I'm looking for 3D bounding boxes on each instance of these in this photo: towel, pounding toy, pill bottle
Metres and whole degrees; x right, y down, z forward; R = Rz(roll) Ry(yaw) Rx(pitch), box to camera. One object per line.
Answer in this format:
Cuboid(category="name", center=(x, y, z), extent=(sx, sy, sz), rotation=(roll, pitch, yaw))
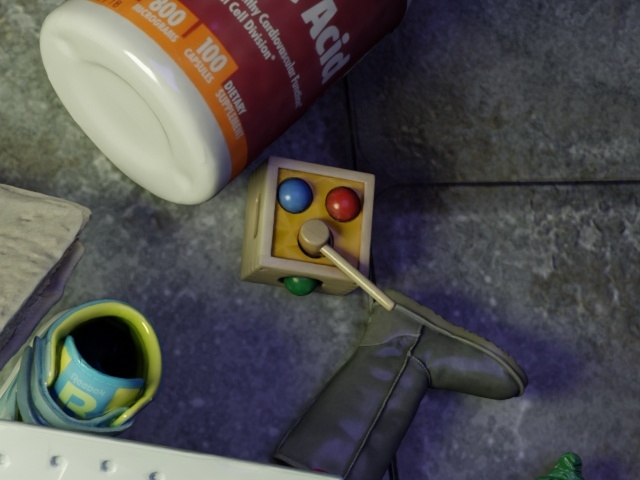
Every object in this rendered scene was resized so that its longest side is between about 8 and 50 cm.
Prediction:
Cuboid(category="towel", center=(-0.319, 0.031, 1.197), extent=(0.187, 0.049, 0.282), rotation=(13, 32, 9))
Cuboid(category="pounding toy", center=(0.000, 0.000, 1.390), extent=(0.130, 0.100, 0.141), rotation=(9, 73, -17))
Cuboid(category="pill bottle", center=(-0.052, -0.236, 1.365), extent=(0.224, 0.224, 0.392), rotation=(46, 67, -3))

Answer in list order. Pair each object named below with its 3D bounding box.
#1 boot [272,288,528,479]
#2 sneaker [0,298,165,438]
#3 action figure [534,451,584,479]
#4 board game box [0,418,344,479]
Cuboid(category="boot", center=(0.081, 0.172, 1.389), extent=(0.189, 0.076, 0.208), rotation=(27, 61, 4))
Cuboid(category="sneaker", center=(-0.240, 0.179, 1.199), extent=(0.127, 0.208, 0.319), rotation=(30, 69, -12))
Cuboid(category="action figure", center=(0.216, 0.317, 1.406), extent=(0.137, 0.063, 0.232), rotation=(24, 73, -10))
Cuboid(category="board game box", center=(-0.204, 0.334, 1.149), extent=(0.389, 0.050, 0.390), rotation=(11, 100, -10))
